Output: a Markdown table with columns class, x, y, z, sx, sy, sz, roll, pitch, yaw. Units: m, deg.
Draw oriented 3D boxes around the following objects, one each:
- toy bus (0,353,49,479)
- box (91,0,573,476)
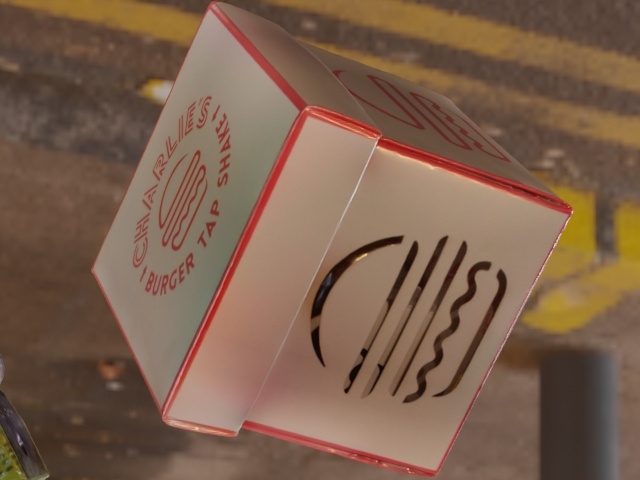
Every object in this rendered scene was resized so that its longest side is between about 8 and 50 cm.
| class | x | y | z | sx | sy | sz | roll | pitch | yaw |
| --- | --- | --- | --- | --- | --- | --- | --- | --- | --- |
| toy bus | -0.312 | 0.063 | 1.162 | 0.139 | 0.302 | 0.113 | -35 | 176 | -2 |
| box | 0.000 | 0.000 | 1.635 | 0.300 | 0.314 | 0.312 | 18 | -163 | -26 |
